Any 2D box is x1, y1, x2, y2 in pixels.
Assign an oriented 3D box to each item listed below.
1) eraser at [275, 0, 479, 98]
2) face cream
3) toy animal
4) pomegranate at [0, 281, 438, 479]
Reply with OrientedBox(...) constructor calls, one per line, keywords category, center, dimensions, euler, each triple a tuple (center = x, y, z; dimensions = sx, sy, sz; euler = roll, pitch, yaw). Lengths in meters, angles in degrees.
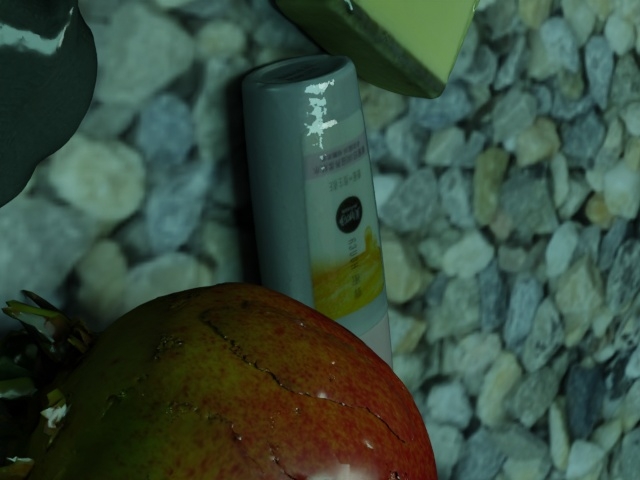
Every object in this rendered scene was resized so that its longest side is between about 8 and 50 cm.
OrientedBox(category="eraser", center=(0.050, -0.181, 0.780), dimensions=(0.117, 0.058, 0.172), euler=(33, 74, -47))
OrientedBox(category="face cream", center=(0.000, 0.000, 0.766), dimensions=(0.084, 0.057, 0.198), euler=(-29, 119, -41))
OrientedBox(category="toy animal", center=(-0.179, -0.033, 0.503), dimensions=(0.269, 0.137, 0.082), euler=(-43, 148, 21))
OrientedBox(category="pomegranate", center=(-0.058, 0.118, 0.628), dimensions=(0.235, 0.210, 0.210), euler=(30, 72, -7))
